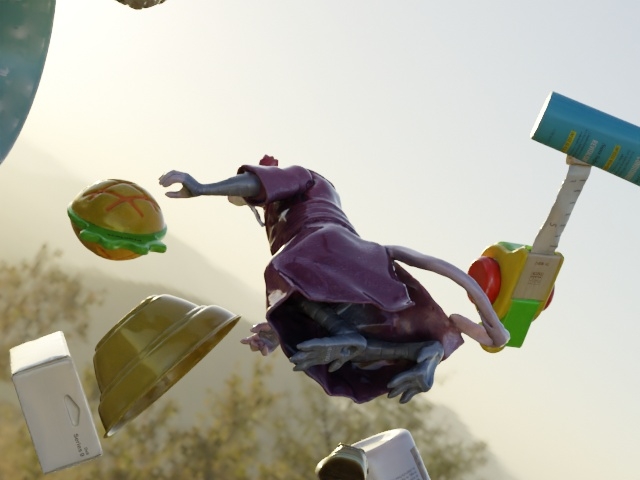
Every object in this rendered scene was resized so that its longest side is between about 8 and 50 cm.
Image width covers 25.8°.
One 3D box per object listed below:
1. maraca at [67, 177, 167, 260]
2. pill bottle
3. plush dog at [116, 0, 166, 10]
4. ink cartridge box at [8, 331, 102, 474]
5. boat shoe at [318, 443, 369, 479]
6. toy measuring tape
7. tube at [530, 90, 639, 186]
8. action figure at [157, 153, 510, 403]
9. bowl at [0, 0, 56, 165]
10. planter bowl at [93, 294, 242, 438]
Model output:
[{"bbox_3d":[-0.249,-0.020,1.730,0.127,0.099,0.185,7,17,-16],"label":"maraca"},{"bbox_3d":[0.095,0.364,1.749,0.131,0.131,0.229,140,-73,-87],"label":"pill bottle"},{"bbox_3d":[-0.198,-0.359,1.483,0.211,0.225,0.262,-7,10,-13],"label":"plush dog"},{"bbox_3d":[-0.384,0.231,2.016,0.212,0.093,0.154,-161,-127,-74],"label":"ink cartridge box"},{"bbox_3d":[0.025,0.232,1.432,0.050,0.045,0.135,16,-27,3],"label":"boat shoe"},{"bbox_3d":[0.275,0.005,1.879,0.121,0.330,0.121,15,26,-7],"label":"toy measuring tape"},{"bbox_3d":[0.313,-0.084,1.382,0.207,0.052,0.080,23,-31,3],"label":"tube"},{"bbox_3d":[0.000,0.000,1.548,0.248,0.276,0.370,62,2,-42],"label":"action figure"},{"bbox_3d":[-0.427,-0.235,1.584,0.163,0.311,0.311,15,-4,2],"label":"bowl"},{"bbox_3d":[-0.201,0.128,1.651,0.090,0.217,0.217,48,-2,4],"label":"planter bowl"}]
